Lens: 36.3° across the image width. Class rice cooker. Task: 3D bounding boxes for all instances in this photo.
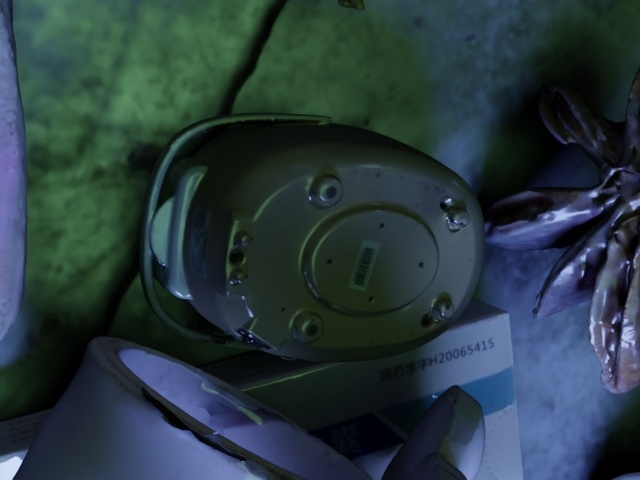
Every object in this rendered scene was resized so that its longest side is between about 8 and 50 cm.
[{"bbox_3d":[0.000,0.000,0.578,0.206,0.127,0.145,2,100,-31],"label":"rice cooker"}]

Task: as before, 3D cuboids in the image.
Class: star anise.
[{"bbox_3d":[0.200,-0.020,0.624,0.093,0.229,0.236,11,79,-55],"label":"star anise"}]

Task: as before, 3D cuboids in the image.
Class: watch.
[{"bbox_3d":[-0.035,0.134,0.501,0.217,0.248,0.211,32,89,2],"label":"watch"}]

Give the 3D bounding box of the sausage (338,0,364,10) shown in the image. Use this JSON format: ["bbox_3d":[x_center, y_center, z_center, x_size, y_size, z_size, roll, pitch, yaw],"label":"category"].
[{"bbox_3d":[0.025,-0.286,0.522,0.117,0.125,0.317,-4,104,-23],"label":"sausage"}]

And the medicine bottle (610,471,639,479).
[{"bbox_3d":[0.400,0.268,0.760,0.371,0.211,0.211,3,101,-24],"label":"medicine bottle"}]

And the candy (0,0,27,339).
[{"bbox_3d":[-0.215,-0.053,0.453,0.137,0.185,0.195,-2,99,-27],"label":"candy"}]

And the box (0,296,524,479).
[{"bbox_3d":[-0.028,0.171,0.638,0.343,0.065,0.200,-14,107,-19],"label":"box"}]
